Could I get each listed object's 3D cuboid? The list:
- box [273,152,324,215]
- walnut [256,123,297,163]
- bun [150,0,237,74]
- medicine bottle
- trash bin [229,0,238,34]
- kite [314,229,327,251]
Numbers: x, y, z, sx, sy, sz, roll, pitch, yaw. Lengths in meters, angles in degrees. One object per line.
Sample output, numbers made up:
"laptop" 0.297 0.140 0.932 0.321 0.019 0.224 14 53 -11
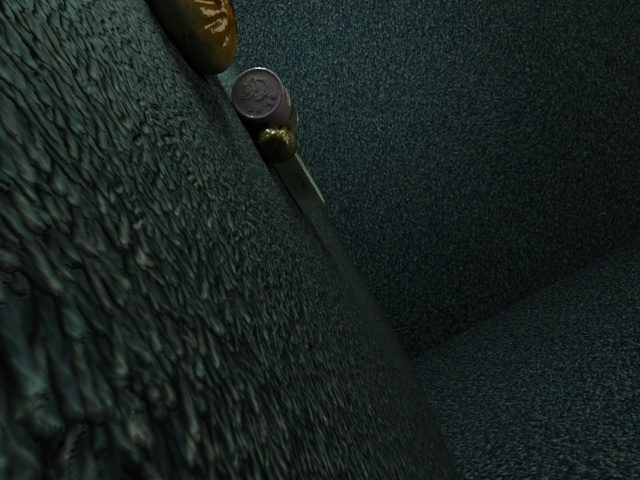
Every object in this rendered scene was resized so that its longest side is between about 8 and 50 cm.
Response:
"box" -0.093 -0.257 1.763 0.261 0.111 0.194 61 5 -14
"walnut" -0.162 -0.356 1.534 0.166 0.149 0.166 25 24 -12
"bun" -0.322 -0.619 1.140 0.299 0.164 0.299 58 15 -25
"medicine bottle" -0.208 -0.522 1.642 0.202 0.202 0.316 60 5 5
"trash bin" -0.402 -0.853 1.421 0.209 0.182 0.290 41 -30 45
"kite" 0.000 0.000 1.803 0.122 0.004 0.090 61 6 10
